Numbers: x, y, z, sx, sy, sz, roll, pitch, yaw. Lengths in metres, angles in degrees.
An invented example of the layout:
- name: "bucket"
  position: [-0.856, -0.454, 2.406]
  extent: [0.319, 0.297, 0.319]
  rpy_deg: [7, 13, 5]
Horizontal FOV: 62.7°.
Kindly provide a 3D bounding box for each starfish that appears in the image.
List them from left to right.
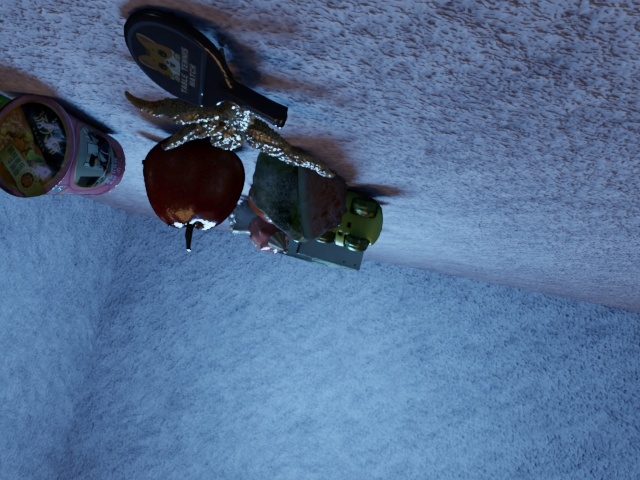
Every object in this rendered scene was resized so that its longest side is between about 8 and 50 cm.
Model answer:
- name: "starfish"
  position: [-0.160, -0.192, 0.882]
  extent: [0.293, 0.084, 0.301]
  rpy_deg: [4, 162, 38]

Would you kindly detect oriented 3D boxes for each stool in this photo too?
- name: "stool"
  position: [0.000, 0.000, 1.971]
  extent: [0.269, 0.171, 0.243]
  rpy_deg: [16, 173, -26]

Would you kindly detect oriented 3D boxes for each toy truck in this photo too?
- name: "toy truck"
  position: [0.073, -0.068, 1.404]
  extent: [0.186, 0.148, 0.210]
  rpy_deg: [11, -161, 3]

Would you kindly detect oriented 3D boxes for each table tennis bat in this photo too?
- name: "table tennis bat"
  position: [-0.149, -0.216, 0.689]
  extent: [0.236, 0.027, 0.150]
  rpy_deg: [28, 156, -4]

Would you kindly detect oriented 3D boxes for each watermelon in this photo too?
- name: "watermelon"
  position: [-0.027, -0.100, 1.210]
  extent: [0.139, 0.193, 0.256]
  rpy_deg: [10, -173, 34]

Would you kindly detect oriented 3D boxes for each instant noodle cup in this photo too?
- name: "instant noodle cup"
  position: [-0.610, -0.202, 1.263]
  extent: [0.243, 0.244, 0.255]
  rpy_deg: [11, -179, 14]

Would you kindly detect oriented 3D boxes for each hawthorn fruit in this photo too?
- name: "hawthorn fruit"
  position: [-0.290, -0.109, 1.187]
  extent: [0.230, 0.266, 0.210]
  rpy_deg: [11, 156, -19]

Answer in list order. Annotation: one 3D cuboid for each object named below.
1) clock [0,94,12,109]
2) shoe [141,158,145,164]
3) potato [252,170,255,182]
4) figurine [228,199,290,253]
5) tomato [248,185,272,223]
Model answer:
- name: "clock"
  position: [-0.882, -0.316, 1.217]
  extent: [0.255, 0.106, 0.219]
  rpy_deg: [10, 173, 25]
- name: "shoe"
  position: [-0.368, -0.218, 1.352]
  extent: [0.179, 0.049, 0.071]
  rpy_deg: [-3, -164, -22]
- name: "potato"
  position: [-0.107, -0.143, 1.339]
  extent: [0.137, 0.070, 0.091]
  rpy_deg: [13, 175, -5]
- name: "figurine"
  position: [-0.192, -0.035, 1.853]
  extent: [0.206, 0.166, 0.386]
  rpy_deg: [-20, -147, -31]
- name: "tomato"
  position: [-0.120, -0.099, 1.667]
  extent: [0.236, 0.095, 0.237]
  rpy_deg: [13, 173, 2]
